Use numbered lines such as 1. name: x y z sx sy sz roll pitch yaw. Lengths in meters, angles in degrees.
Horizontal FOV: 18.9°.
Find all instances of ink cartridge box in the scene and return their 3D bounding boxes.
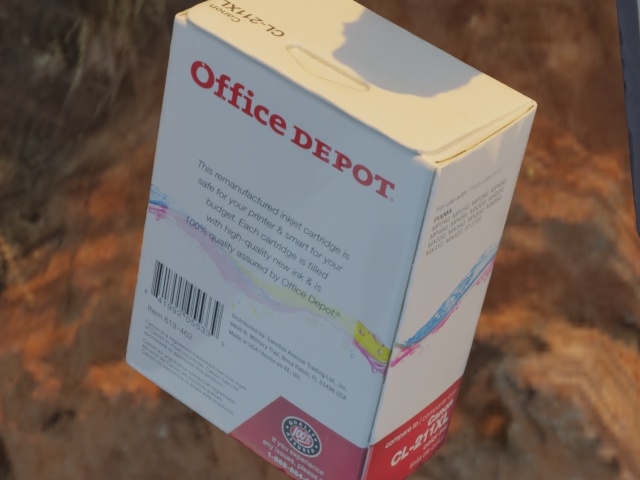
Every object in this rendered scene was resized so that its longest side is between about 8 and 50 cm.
1. ink cartridge box: 0.000 0.000 0.761 0.127 0.072 0.175 33 130 26

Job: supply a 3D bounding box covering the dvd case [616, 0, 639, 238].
1. dvd case: 0.093 -0.041 0.220 0.018 0.221 0.165 -18 115 -18
